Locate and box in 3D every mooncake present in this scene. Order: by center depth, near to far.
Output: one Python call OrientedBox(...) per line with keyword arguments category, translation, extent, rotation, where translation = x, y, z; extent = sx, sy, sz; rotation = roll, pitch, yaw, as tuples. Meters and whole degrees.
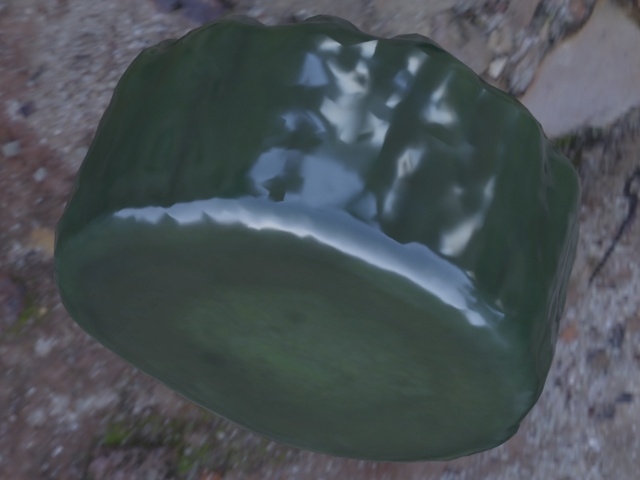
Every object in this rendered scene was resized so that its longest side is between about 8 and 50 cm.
OrientedBox(category="mooncake", translation=(0.000, 0.000, 1.202), extent=(0.356, 0.356, 0.194), rotation=(14, 60, 8))
